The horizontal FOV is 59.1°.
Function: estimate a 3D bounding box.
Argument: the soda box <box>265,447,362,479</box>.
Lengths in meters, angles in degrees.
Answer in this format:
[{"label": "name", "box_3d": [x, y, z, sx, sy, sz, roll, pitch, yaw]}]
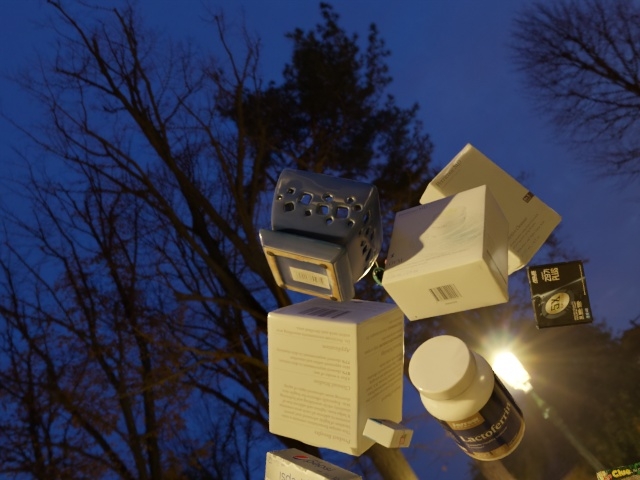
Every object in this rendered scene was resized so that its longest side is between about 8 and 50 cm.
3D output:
[{"label": "soda box", "box_3d": [-0.024, 0.623, 1.464, 0.098, 0.286, 0.091, 9, -98, -40]}]

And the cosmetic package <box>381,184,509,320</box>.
[{"label": "cosmetic package", "box_3d": [0.273, 0.026, 1.213, 0.224, 0.225, 0.138, -18, -54, 32]}]

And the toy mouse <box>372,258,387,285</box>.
[{"label": "toy mouse", "box_3d": [0.201, 0.097, 1.659, 0.161, 0.143, 0.031, -46, -13, -38]}]

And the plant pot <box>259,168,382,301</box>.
[{"label": "plant pot", "box_3d": [0.000, 0.000, 1.300, 0.236, 0.236, 0.212, 78, -150, -52]}]

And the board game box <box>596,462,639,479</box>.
[{"label": "board game box", "box_3d": [0.741, 0.583, 1.355, 0.136, 0.030, 0.260, -22, -40, 13]}]

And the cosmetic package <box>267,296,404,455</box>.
[{"label": "cosmetic package", "box_3d": [0.054, 0.406, 1.800, 0.327, 0.329, 0.394, -9, -80, -58]}]

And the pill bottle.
[{"label": "pill bottle", "box_3d": [0.291, 0.313, 1.127, 0.153, 0.153, 0.265, -40, -58, 1]}]

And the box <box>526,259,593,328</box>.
[{"label": "box", "box_3d": [0.680, 0.153, 1.613, 0.147, 0.180, 0.077, -9, -6, 16]}]

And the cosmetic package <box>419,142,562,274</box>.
[{"label": "cosmetic package", "box_3d": [0.541, -0.101, 1.822, 0.217, 0.385, 0.156, -47, -9, -15]}]

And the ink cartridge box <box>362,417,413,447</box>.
[{"label": "ink cartridge box", "box_3d": [0.189, 0.534, 1.567, 0.122, 0.088, 0.052, 28, -101, -51]}]
